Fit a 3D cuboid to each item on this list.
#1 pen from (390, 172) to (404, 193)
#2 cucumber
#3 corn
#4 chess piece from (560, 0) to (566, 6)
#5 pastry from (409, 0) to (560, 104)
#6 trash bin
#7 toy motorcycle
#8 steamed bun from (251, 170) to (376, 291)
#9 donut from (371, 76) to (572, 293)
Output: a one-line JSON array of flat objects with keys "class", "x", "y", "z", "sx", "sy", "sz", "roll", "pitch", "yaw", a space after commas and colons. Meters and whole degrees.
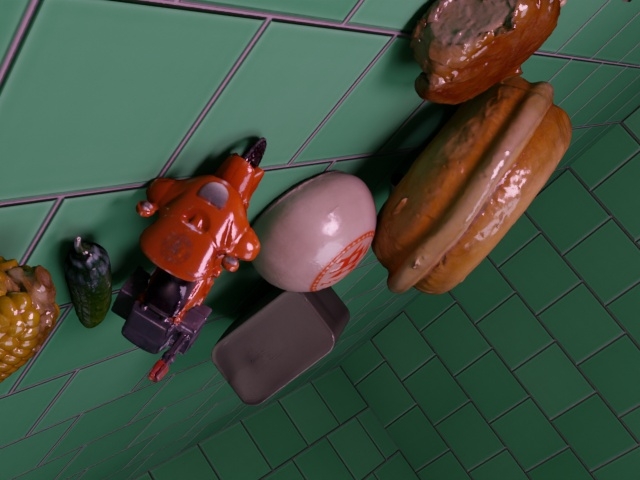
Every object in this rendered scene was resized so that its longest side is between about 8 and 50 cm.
[{"class": "pen", "x": 0.164, "y": -0.087, "z": 1.507, "sx": 0.033, "sy": 0.033, "sz": 0.269, "roll": -36, "pitch": 164, "yaw": -3}, {"class": "cucumber", "x": -0.282, "y": 0.051, "z": 0.875, "sx": 0.056, "sy": 0.056, "sz": 0.250, "roll": -29, "pitch": 166, "yaw": -26}, {"class": "corn", "x": -0.418, "y": 0.139, "z": 0.724, "sx": 0.363, "sy": 0.120, "sz": 0.120, "roll": -34, "pitch": 165, "yaw": 5}, {"class": "chess piece", "x": 0.300, "y": -0.323, "z": 1.060, "sx": 0.172, "sy": 0.060, "sz": 0.060, "roll": -47, "pitch": 162, "yaw": 25}, {"class": "pastry", "x": 0.214, "y": -0.272, "z": 0.925, "sx": 0.218, "sy": 0.100, "sz": 0.229, "roll": -18, "pitch": 161, "yaw": -41}, {"class": "trash bin", "x": -0.076, "y": 0.176, "z": 1.384, "sx": 0.223, "sy": 0.158, "sz": 0.343, "roll": -37, "pitch": 177, "yaw": 5}, {"class": "toy motorcycle", "x": -0.165, "y": 0.024, "z": 0.892, "sx": 0.326, "sy": 0.147, "sz": 0.221, "roll": -58, "pitch": 179, "yaw": 32}, {"class": "steamed bun", "x": 0.000, "y": 0.000, "z": 1.177, "sx": 0.231, "sy": 0.145, "sz": 0.232, "roll": -33, "pitch": 165, "yaw": -10}, {"class": "donut", "x": 0.255, "y": -0.090, "z": 1.248, "sx": 0.449, "sy": 0.198, "sz": 0.449, "roll": -53, "pitch": 175, "yaw": -6}]
